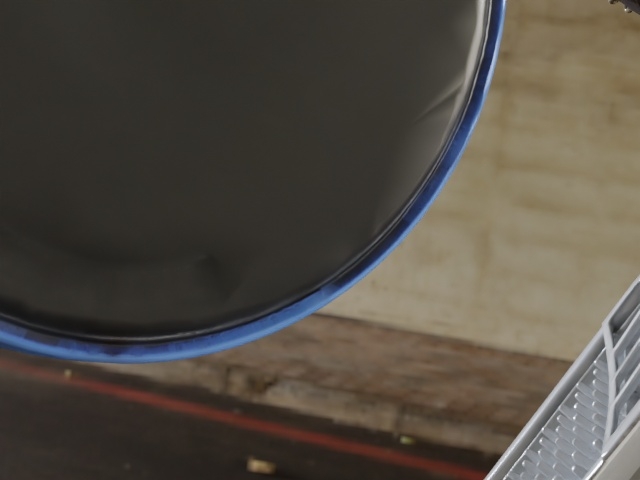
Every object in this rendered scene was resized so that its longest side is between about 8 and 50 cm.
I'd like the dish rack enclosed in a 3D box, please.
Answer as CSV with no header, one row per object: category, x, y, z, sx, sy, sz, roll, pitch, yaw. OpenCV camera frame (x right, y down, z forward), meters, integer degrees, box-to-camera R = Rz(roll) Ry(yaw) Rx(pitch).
dish rack,0.193,0.181,1.077,0.072,0.333,0.285,35,18,0

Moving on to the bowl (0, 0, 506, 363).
bowl,-0.085,-0.125,0.688,0.391,0.391,0.077,6,10,-23

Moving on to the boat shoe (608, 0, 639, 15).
boat shoe,0.321,-0.287,1.380,0.130,0.355,0.132,-10,25,29
